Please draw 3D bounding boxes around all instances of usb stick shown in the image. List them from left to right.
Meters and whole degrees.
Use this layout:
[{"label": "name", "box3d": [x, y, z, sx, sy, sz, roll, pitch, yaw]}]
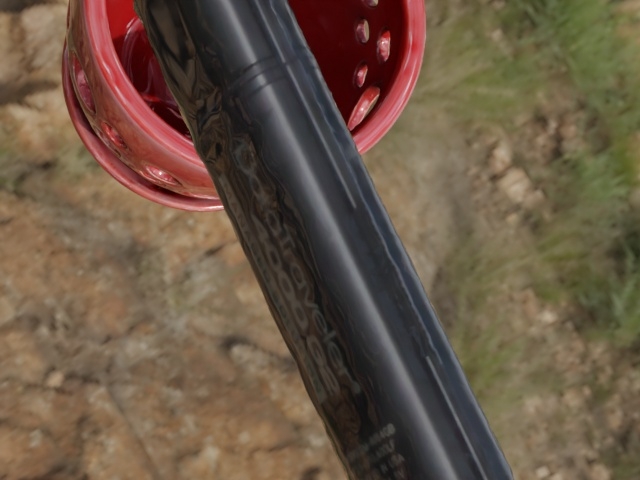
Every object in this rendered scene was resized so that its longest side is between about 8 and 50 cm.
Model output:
[{"label": "usb stick", "box3d": [0.000, 0.000, 0.584, 0.045, 0.077, 0.278, -15, 73, -33]}]

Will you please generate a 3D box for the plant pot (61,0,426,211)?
[{"label": "plant pot", "box3d": [-0.056, -0.113, 0.881, 0.191, 0.174, 0.191, 2, 84, -18]}]
